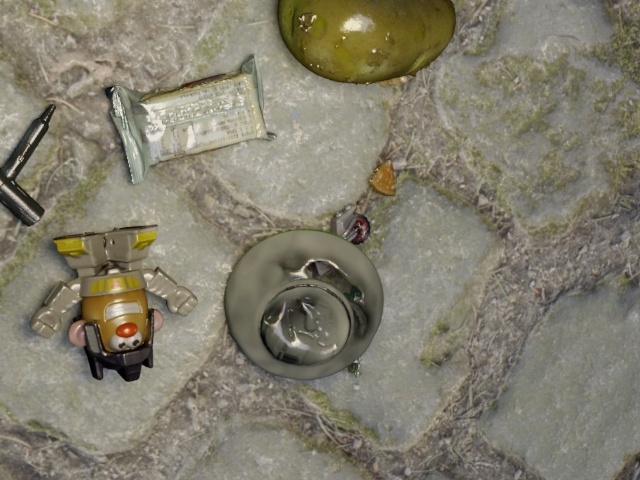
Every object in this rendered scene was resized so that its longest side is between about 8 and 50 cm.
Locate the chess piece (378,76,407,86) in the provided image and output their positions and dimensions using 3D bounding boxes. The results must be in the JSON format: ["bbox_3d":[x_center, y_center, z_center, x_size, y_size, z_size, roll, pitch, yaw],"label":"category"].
[{"bbox_3d":[0.150,-0.328,2.026,0.035,0.092,0.035,-4,100,-22],"label":"chess piece"}]

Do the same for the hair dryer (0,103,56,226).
[{"bbox_3d":[-0.524,-0.149,1.815,0.195,0.050,0.173,-46,115,-12],"label":"hair dryer"}]

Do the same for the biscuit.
[{"bbox_3d":[-0.237,-0.237,1.894,0.309,0.079,0.186,-18,104,-18],"label":"biscuit"}]

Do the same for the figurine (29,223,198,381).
[{"bbox_3d":[-0.382,0.115,1.862,0.308,0.143,0.308,-1,99,-3],"label":"figurine"}]

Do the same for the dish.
[{"bbox_3d":[-0.030,0.149,1.960,0.324,0.124,0.324,-1,112,-3],"label":"dish"}]

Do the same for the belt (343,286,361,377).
[{"bbox_3d":[0.064,0.187,2.100,0.100,0.065,0.179,23,91,-14],"label":"belt"}]

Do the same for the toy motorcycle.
[{"bbox_3d":[0.000,0.000,2.034,0.215,0.080,0.122,-39,114,-15],"label":"toy motorcycle"}]

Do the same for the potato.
[{"bbox_3d":[0.101,-0.418,1.909,0.359,0.219,0.270,3,59,-26],"label":"potato"}]

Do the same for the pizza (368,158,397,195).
[{"bbox_3d":[0.133,-0.134,2.091,0.083,0.025,0.078,30,72,-41],"label":"pizza"}]
